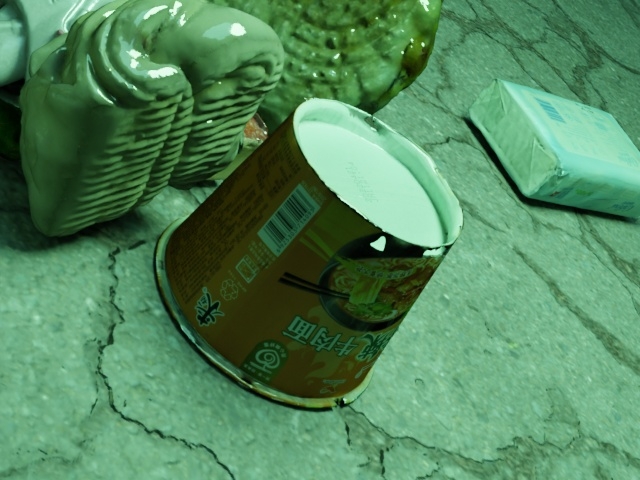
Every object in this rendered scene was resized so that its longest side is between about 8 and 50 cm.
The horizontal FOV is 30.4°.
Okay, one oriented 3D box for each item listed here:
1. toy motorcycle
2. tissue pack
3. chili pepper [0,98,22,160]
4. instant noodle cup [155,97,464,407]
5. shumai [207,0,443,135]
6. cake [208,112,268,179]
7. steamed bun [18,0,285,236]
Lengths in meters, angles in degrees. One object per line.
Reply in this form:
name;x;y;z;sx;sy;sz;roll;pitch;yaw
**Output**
toy motorcycle;-0.222;-0.221;1.093;0.171;0.110;0.260;35;62;-2
tissue pack;0.343;-0.122;1.636;0.263;0.089;0.177;9;43;-44
chili pepper;-0.303;-0.087;0.932;0.182;0.050;0.073;-23;83;-52
instant noodle cup;0.000;0.000;1.015;0.230;0.182;0.230;27;32;-18
shumai;0.005;-0.272;1.336;0.304;0.309;0.263;53;7;6
cake;-0.157;-0.150;1.134;0.117;0.086;0.220;-6;54;-53
steamed bun;-0.155;-0.122;0.959;0.211;0.218;0.144;-22;65;-39
